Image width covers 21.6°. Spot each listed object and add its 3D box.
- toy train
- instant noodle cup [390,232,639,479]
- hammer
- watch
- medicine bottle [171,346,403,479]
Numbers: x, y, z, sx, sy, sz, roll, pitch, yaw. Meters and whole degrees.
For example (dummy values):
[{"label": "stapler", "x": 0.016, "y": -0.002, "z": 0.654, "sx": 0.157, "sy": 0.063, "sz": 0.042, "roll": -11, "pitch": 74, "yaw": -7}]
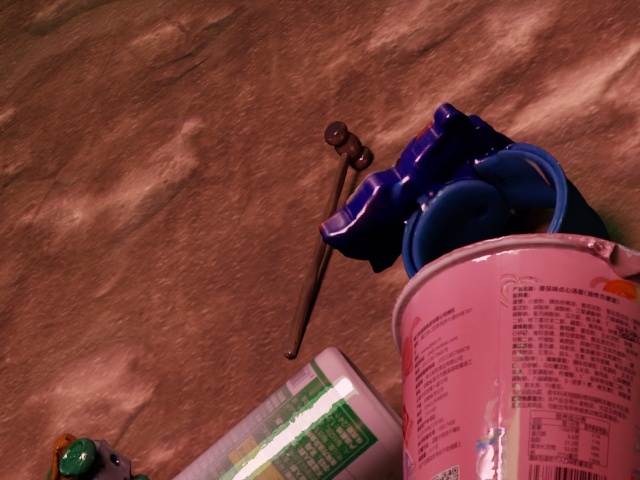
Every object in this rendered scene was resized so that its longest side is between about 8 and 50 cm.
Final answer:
[{"label": "toy train", "x": -0.236, "y": 0.282, "z": 1.609, "sx": 0.136, "sy": 0.091, "sz": 0.228, "roll": -40, "pitch": 30, "yaw": 21}, {"label": "instant noodle cup", "x": 0.165, "y": 0.155, "z": 1.223, "sx": 0.243, "sy": 0.243, "sz": 0.231, "roll": -20, "pitch": 44, "yaw": 29}, {"label": "hammer", "x": 0.000, "y": 0.000, "z": 1.752, "sx": 0.029, "sy": 0.058, "sz": 0.292, "roll": -19, "pitch": 42, "yaw": 39}, {"label": "watch", "x": 0.146, "y": 0.000, "z": 1.504, "sx": 0.196, "sy": 0.171, "sz": 0.200, "roll": -48, "pitch": 42, "yaw": 10}, {"label": "medicine bottle", "x": -0.051, "y": 0.225, "z": 1.441, "sx": 0.274, "sy": 0.133, "sz": 0.133, "roll": -40, "pitch": 32, "yaw": 1}]
